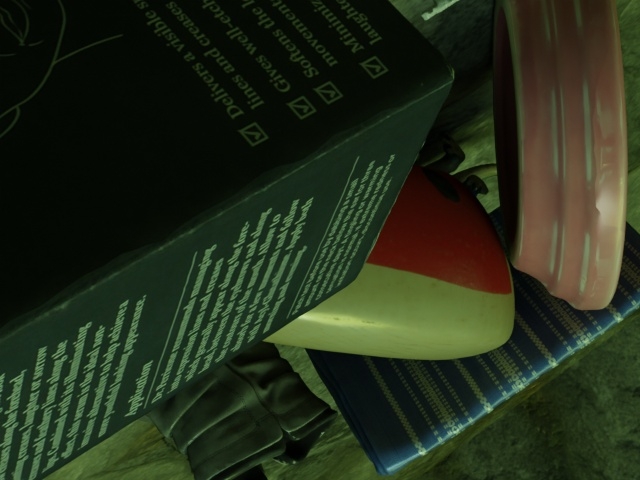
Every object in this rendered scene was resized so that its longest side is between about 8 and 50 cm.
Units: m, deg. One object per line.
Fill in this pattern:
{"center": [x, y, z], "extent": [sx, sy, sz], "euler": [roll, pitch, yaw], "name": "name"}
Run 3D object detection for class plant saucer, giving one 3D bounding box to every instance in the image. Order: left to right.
{"center": [0.202, -0.103, 1.377], "extent": [0.084, 0.332, 0.332], "euler": [-3, 157, 1], "name": "plant saucer"}

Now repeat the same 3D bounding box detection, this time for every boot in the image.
{"center": [-0.154, 0.150, 1.456], "extent": [0.338, 0.223, 0.118], "euler": [-21, 156, -32], "name": "boot"}

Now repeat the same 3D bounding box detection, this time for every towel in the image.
{"center": [0.152, 0.066, 1.527], "extent": [0.336, 0.243, 0.040], "euler": [-35, 124, 2], "name": "towel"}

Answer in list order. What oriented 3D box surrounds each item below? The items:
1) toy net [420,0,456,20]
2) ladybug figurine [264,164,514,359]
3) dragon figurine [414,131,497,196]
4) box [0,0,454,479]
{"center": [0.172, -0.265, 1.314], "extent": [0.232, 0.045, 0.122], "euler": [-33, -171, 2], "name": "toy net"}
{"center": [0.000, 0.000, 1.340], "extent": [0.449, 0.305, 0.162], "euler": [8, 94, -54], "name": "ladybug figurine"}
{"center": [0.095, -0.033, 1.632], "extent": [0.289, 0.085, 0.144], "euler": [-9, 148, -48], "name": "dragon figurine"}
{"center": [-0.185, -0.046, 0.817], "extent": [0.395, 0.293, 0.212], "euler": [-31, 160, -31], "name": "box"}
